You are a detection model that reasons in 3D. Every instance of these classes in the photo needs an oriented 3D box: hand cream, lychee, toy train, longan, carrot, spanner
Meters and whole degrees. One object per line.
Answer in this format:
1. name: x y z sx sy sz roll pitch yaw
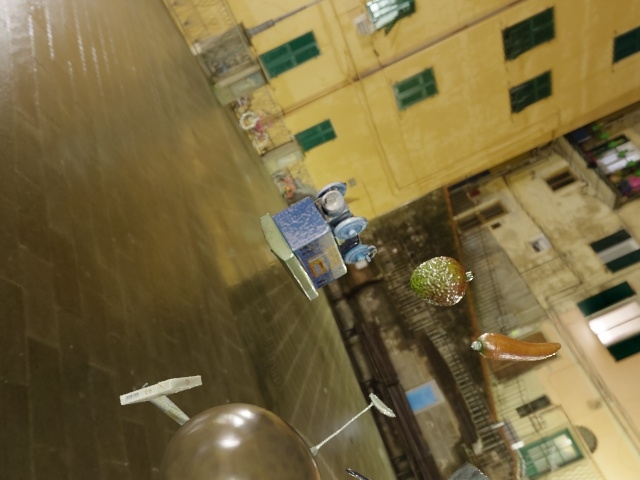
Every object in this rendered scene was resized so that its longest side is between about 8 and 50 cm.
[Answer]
1. hand cream: -0.483 0.522 1.760 0.194 0.067 0.042 41 41 -1
2. lychee: 0.270 0.090 1.242 0.114 0.146 0.114 174 -90 -78
3. toy train: 0.000 0.000 1.187 0.131 0.201 0.300 60 -2 25
4. longan: -0.119 0.378 0.849 0.258 0.258 0.258 -24 90 -87
5. carrot: 0.267 0.147 0.763 0.035 0.142 0.035 -173 -90 -74
6. spanner: 0.177 0.804 1.838 0.087 0.024 0.316 2 -33 48

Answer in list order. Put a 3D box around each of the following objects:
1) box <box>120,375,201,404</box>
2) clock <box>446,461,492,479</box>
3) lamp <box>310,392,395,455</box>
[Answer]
1. box: -0.357 0.336 1.255 0.090 0.166 0.024 12 59 -58
2. clock: 0.466 0.697 1.335 0.386 0.076 0.386 46 -10 10
3. lamp: 0.042 0.356 1.014 0.056 0.198 0.050 49 -9 25
